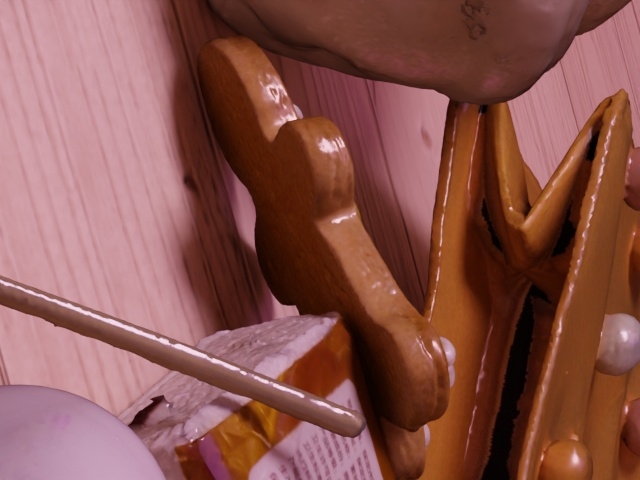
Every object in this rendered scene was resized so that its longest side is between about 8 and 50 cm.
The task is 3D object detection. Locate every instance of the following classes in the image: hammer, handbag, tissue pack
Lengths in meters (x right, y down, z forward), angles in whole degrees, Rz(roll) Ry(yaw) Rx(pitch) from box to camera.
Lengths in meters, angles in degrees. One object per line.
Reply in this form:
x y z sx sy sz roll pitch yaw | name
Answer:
-0.068 0.035 0.765 0.195 0.028 0.060 23 42 -19 | hammer
0.156 0.099 1.181 0.401 0.133 0.283 52 50 -61 | handbag
-0.016 0.161 0.855 0.183 0.092 0.226 -39 111 -66 | tissue pack

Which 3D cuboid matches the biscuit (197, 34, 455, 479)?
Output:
0.002 -0.001 0.945 0.240 0.035 0.158 64 -20 19 | biscuit

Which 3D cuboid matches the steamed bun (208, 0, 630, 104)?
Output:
0.109 -0.227 1.039 0.247 0.339 0.352 29 24 -15 | steamed bun

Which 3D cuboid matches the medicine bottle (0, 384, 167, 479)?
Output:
-0.069 0.211 0.649 0.130 0.130 0.341 -44 118 -65 | medicine bottle
